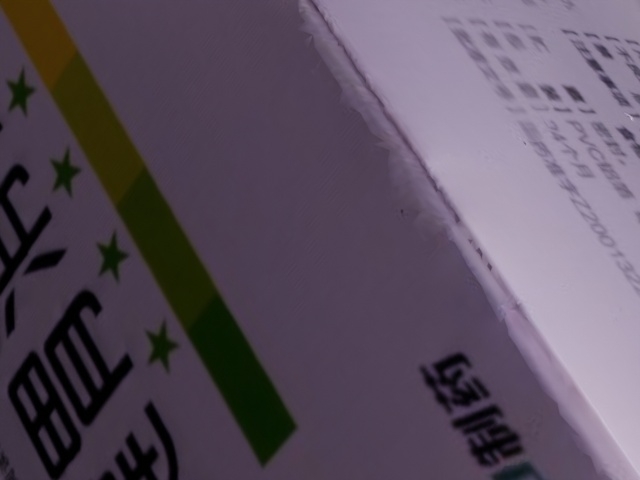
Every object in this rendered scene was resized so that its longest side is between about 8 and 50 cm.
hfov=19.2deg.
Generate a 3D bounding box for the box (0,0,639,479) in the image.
[{"bbox_3d":[0.001,0.002,0.488,0.145,0.173,0.333,-3,51,-44],"label":"box"}]
